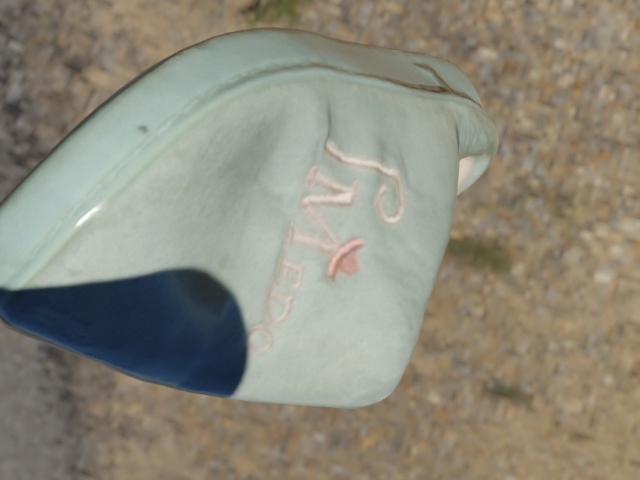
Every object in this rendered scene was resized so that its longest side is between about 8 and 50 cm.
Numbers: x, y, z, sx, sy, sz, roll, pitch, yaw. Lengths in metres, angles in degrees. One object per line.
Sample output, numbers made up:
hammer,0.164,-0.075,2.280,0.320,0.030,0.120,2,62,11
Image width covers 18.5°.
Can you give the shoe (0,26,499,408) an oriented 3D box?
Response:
shoe,0.000,0.000,0.475,0.079,0.195,0.078,-45,78,25
